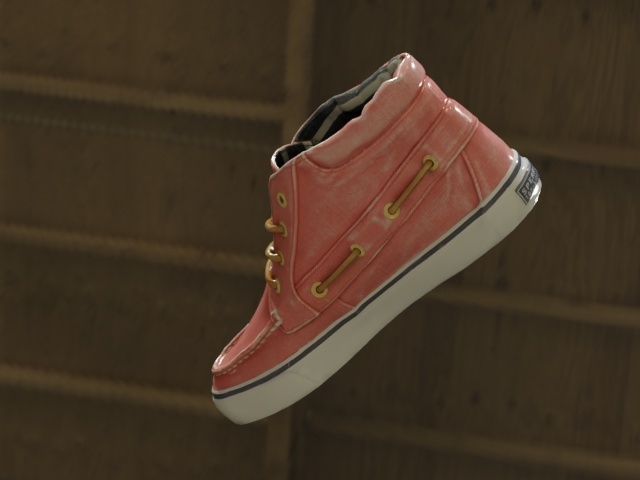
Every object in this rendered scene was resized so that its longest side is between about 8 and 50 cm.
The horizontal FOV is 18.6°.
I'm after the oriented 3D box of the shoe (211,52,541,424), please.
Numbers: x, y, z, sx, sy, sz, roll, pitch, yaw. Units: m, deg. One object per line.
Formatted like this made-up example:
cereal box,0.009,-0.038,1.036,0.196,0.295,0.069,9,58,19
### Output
shoe,0.000,0.000,0.801,0.081,0.063,0.178,44,-61,-13
